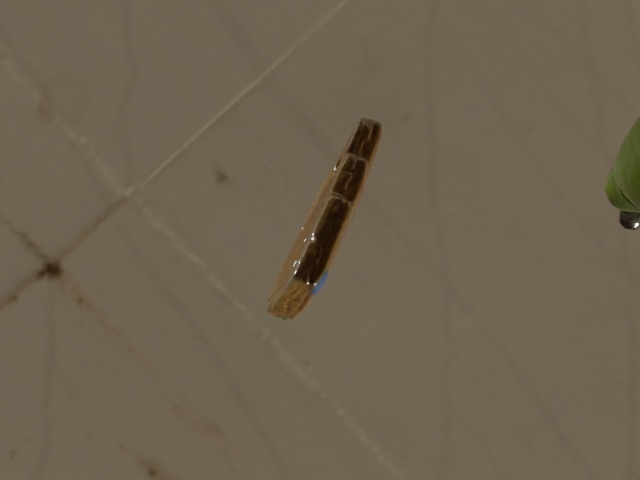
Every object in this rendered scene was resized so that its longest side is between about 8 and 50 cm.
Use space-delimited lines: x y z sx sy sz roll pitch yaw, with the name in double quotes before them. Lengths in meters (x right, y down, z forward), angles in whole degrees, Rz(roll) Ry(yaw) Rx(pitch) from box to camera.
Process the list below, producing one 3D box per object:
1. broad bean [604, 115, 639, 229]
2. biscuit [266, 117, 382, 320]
"broad bean" 0.185 -0.049 0.851 0.048 0.213 0.070 2 -110 -19
"biscuit" 0.000 0.000 0.933 0.019 0.130 0.119 26 -67 -4
